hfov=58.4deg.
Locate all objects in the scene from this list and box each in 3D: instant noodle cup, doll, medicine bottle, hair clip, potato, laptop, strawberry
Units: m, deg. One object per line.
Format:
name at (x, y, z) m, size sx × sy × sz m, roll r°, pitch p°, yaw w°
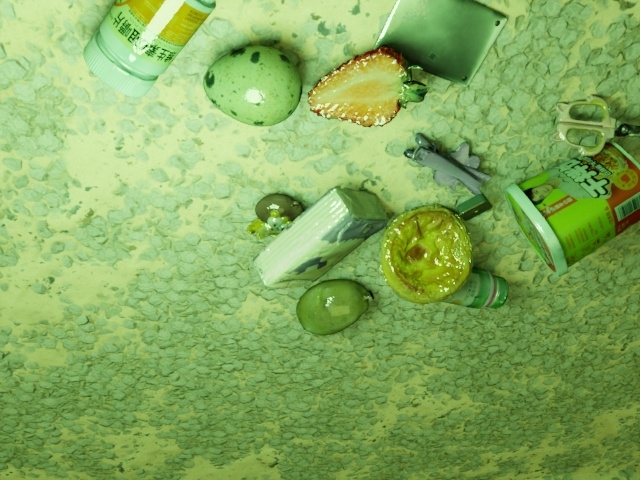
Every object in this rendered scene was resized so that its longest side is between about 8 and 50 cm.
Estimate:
instant noodle cup at (0.717, -0.097, 1.579) m, size 0.307 × 0.294 × 0.294 m, roll -30°, pitch 128°, yaw 9°
doll at (-0.121, -0.056, 1.609) m, size 0.145 × 0.096 × 0.188 m, roll 15°, pitch 138°, yaw -13°
medicine bottle at (0.459, 0.144, 1.829) m, size 0.274 × 0.133 × 0.133 m, roll 11°, pitch 128°, yaw -18°
hair clip at (0.341, -0.212, 1.542) m, size 0.278 × 0.090 × 0.137 m, roll 19°, pitch 113°, yaw -32°
potato at (0.045, 0.207, 1.817) m, size 0.251 × 0.159 × 0.174 m, roll -22°, pitch 151°, yaw 24°
laptop at (0.280, -0.481, 1.338) m, size 0.268 × 0.015 × 0.188 m, roll 15°, pitch 127°, yaw -19°
strawberry at (0.114, -0.369, 1.363) m, size 0.285 × 0.106 × 0.188 m, roll -3°, pitch 128°, yaw 12°
medicine bottle at (-0.338, -0.461, 1.180) m, size 0.158 × 0.158 × 0.318 m, roll 33°, pitch 119°, yaw -30°

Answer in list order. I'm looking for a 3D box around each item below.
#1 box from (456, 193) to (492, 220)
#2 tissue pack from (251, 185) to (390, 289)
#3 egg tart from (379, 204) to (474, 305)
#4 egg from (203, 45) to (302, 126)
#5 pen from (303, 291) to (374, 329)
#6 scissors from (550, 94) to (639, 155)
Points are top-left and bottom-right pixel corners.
box at (0.442, -0.096, 1.645) m, size 0.091 × 0.031 × 0.126 m, roll -29°, pitch 163°, yaw 19°
tissue pack at (0.000, 0.000, 1.591) m, size 0.343 × 0.125 × 0.242 m, roll -39°, pitch 161°, yaw 25°
egg tart at (0.306, 0.040, 1.683) m, size 0.294 × 0.116 × 0.295 m, roll 0°, pitch 89°, yaw -6°
egg at (-0.153, -0.349, 1.293) m, size 0.228 × 0.177 × 0.177 m, roll 9°, pitch 131°, yaw 6°
pen at (0.056, 0.236, 1.921) m, size 0.268 × 0.033 × 0.033 m, roll -25°, pitch 129°, yaw 14°
scissors at (0.765, -0.293, 1.491) m, size 0.317 × 0.024 × 0.160 m, roll 6°, pitch 94°, yaw 2°
